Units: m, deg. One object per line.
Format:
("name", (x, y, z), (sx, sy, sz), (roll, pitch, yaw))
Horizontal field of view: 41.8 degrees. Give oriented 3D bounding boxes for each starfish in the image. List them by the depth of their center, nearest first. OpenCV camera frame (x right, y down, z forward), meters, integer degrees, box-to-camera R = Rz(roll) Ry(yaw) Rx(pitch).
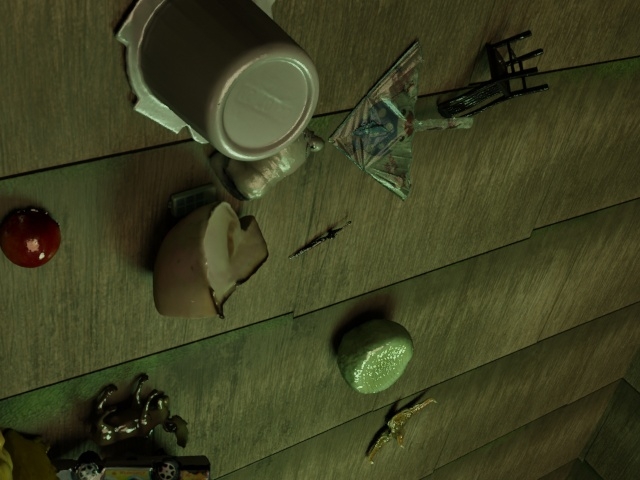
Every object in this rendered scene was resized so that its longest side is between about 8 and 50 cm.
("starfish", (0.220, 0.537, 2.391), (0.138, 0.050, 0.247), (-3, 135, -41))

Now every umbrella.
("umbrella", (0.000, 0.001, 1.696), (0.148, 0.022, 0.022), (-31, 165, -4))

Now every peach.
("peach", (-0.435, 0.002, 1.268), (0.098, 0.061, 0.098), (-20, 141, -17))

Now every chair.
("chair", (0.327, -0.318, 1.643), (0.212, 0.102, 0.084), (-16, 152, 28))

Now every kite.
("kite", (0.160, -0.216, 1.591), (0.314, 0.011, 0.335), (-11, 125, -21))

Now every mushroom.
("mushroom", (-0.217, 0.016, 1.441), (0.236, 0.173, 0.162), (-53, 132, -59))

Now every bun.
("bun", (0.123, 0.265, 1.978), (0.195, 0.118, 0.195), (-19, 132, -23))

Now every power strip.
("power strip", (-0.216, -0.069, 1.431), (0.090, 0.016, 0.040), (-19, 137, -27))

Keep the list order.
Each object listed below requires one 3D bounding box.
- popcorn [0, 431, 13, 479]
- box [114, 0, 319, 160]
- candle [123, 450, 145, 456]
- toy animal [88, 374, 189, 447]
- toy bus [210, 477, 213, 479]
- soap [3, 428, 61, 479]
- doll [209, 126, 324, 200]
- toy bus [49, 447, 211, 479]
("popcorn", (-0.621, 0.367, 1.286), (0.349, 0.348, 0.382), (73, 31, -50))
("box", (-0.132, -0.216, 1.209), (0.262, 0.206, 0.291), (-19, 134, -27))
("candle", (-0.322, 0.501, 1.767), (0.192, 0.168, 0.068), (37, 65, -49))
("toy animal", (-0.359, 0.356, 1.668), (0.214, 0.093, 0.186), (-13, 124, -34))
("toy bus", (-0.282, 0.654, 2.013), (0.087, 0.089, 0.194), (-19, 137, -30))
("soap", (-0.602, 0.521, 1.507), (0.324, 0.204, 0.096), (-47, 139, 4))
("doll", (-0.087, -0.148, 1.409), (0.192, 0.095, 0.149), (-44, 141, 6))
("toy bus", (-0.376, 0.483, 1.637), (0.316, 0.112, 0.138), (1, 87, -11))
